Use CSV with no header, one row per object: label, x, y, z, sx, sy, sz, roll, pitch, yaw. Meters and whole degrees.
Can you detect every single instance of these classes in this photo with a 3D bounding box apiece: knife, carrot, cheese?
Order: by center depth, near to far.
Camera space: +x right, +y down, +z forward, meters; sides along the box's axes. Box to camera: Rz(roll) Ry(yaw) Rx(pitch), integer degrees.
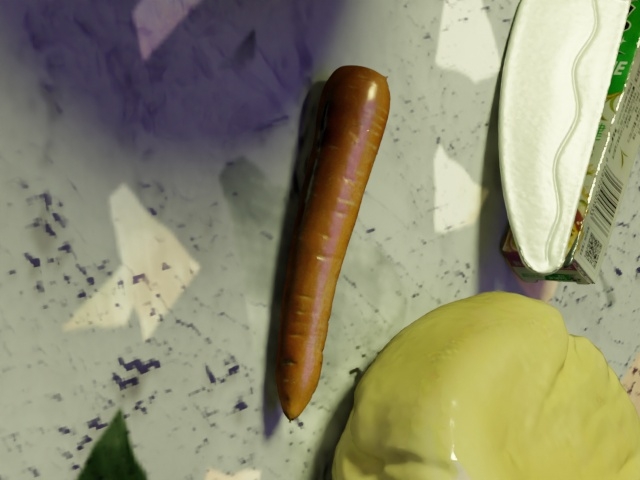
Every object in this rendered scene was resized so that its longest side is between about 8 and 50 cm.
carrot,0.000,0.000,0.852,0.037,0.037,0.190,23,79,-48
cheese,0.094,0.140,0.913,0.214,0.117,0.226,57,47,-29
knife,0.163,-0.138,1.007,0.081,0.043,0.336,22,68,-3

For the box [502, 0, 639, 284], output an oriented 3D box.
box,0.172,-0.070,1.032,0.041,0.049,0.207,43,60,-46
